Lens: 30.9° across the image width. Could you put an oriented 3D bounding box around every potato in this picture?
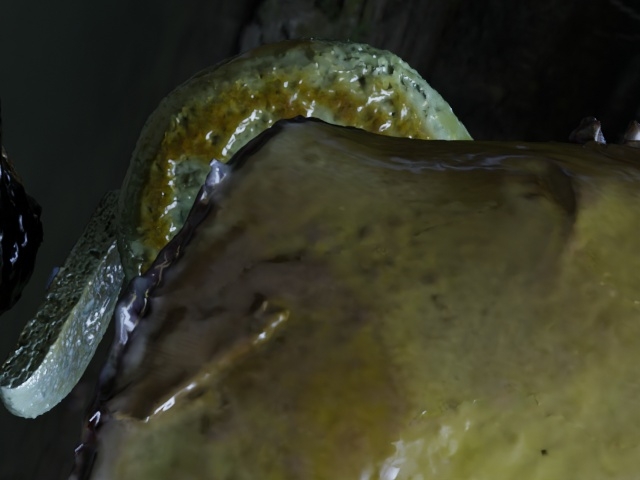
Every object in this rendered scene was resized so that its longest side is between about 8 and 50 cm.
[{"bbox_3d":[0.100,0.093,0.560,0.397,0.296,0.290,-42,134,-51],"label":"potato"}]

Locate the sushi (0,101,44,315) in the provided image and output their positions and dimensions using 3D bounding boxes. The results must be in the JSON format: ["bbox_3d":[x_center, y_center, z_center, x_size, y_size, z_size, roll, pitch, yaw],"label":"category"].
[{"bbox_3d":[-0.320,0.016,0.668,0.211,0.350,0.171,61,24,-23],"label":"sushi"}]

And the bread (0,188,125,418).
[{"bbox_3d":[-0.184,0.065,0.881,0.112,0.036,0.193,101,10,-51],"label":"bread"}]

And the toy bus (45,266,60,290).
[{"bbox_3d":[-0.359,0.078,1.712,0.166,0.065,0.047,98,11,-77],"label":"toy bus"}]

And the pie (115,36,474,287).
[{"bbox_3d":[-0.005,-0.007,0.859,0.067,0.302,0.302,-148,-106,-79],"label":"pie"}]

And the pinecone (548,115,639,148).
[{"bbox_3d":[0.287,-0.020,1.119,0.202,0.229,0.201,119,-24,-58],"label":"pinecone"}]
